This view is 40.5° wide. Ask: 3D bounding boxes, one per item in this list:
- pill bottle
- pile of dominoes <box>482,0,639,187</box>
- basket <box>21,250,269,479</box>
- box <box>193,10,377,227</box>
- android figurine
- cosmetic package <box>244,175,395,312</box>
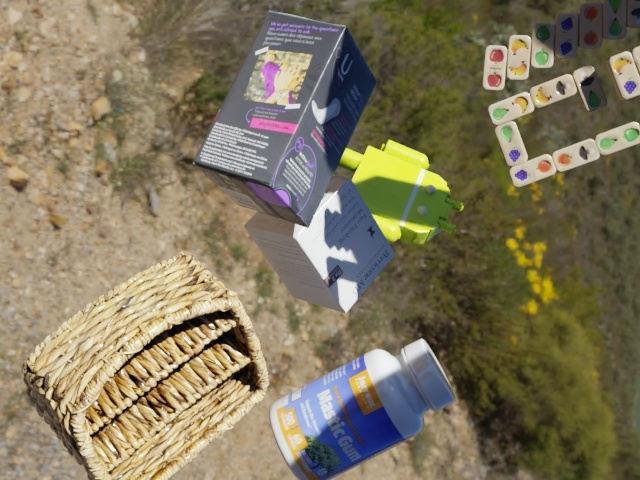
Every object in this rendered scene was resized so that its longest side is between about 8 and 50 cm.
[{"bbox_3d":[0.069,0.267,1.380,0.152,0.272,0.152,58,9,-14],"label":"pill bottle"},{"bbox_3d":[0.335,-0.199,1.112,0.040,0.251,0.196,-35,103,-75],"label":"pile of dominoes"},{"bbox_3d":[-0.228,0.186,1.213,0.299,0.223,0.213,-35,162,-29],"label":"basket"},{"bbox_3d":[-0.048,-0.183,1.319,0.270,0.143,0.165,-65,153,-12],"label":"box"},{"bbox_3d":[0.142,-0.090,1.686,0.056,0.273,0.248,108,8,-50],"label":"android figurine"},{"bbox_3d":[0.000,0.000,1.502,0.151,0.151,0.183,-48,124,-22],"label":"cosmetic package"}]
